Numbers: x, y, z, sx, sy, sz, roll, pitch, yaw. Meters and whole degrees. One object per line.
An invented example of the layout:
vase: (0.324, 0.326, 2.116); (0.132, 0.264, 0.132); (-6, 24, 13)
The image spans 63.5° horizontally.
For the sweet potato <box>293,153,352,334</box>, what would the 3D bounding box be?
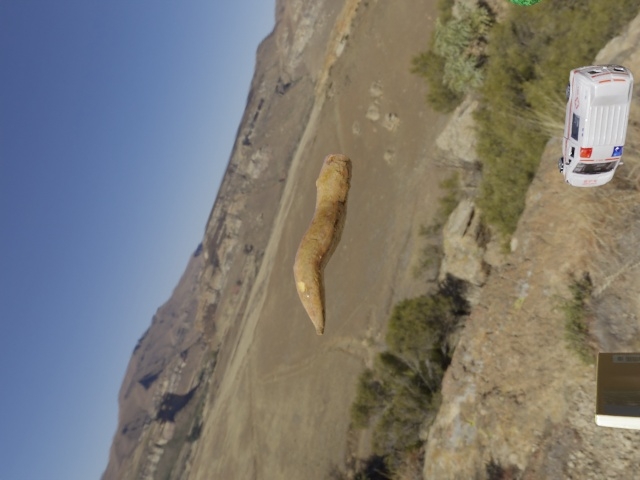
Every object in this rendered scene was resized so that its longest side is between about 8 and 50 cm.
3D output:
sweet potato: (0.000, 0.000, 0.799); (0.059, 0.067, 0.282); (-1, 63, 34)

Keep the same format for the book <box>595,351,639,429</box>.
book: (0.616, 0.247, 0.878); (0.373, 0.262, 0.028); (-8, -87, -61)

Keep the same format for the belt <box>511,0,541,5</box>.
belt: (0.418, -0.557, 1.062); (0.121, 0.151, 0.079); (-60, -1, 12)

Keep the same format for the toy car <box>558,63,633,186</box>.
toy car: (0.451, -0.175, 0.844); (0.108, 0.089, 0.210); (-72, -23, -60)
